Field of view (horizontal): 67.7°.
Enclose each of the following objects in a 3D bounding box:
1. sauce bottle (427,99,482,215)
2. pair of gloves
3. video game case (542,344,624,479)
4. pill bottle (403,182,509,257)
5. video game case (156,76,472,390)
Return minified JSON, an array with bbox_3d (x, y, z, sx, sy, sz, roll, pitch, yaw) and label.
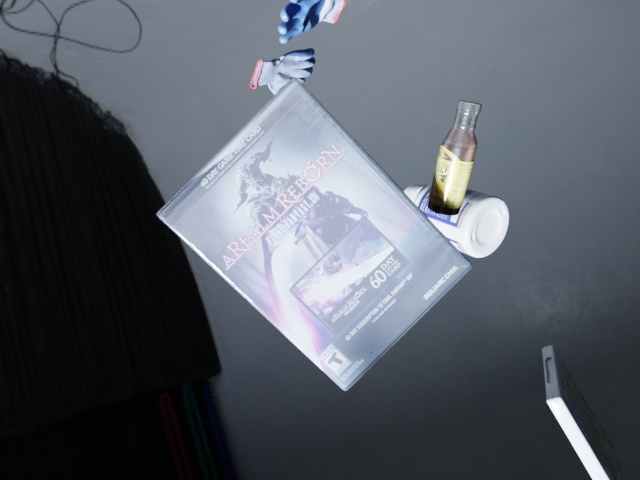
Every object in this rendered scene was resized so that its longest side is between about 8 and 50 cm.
[{"bbox_3d":[0.154,-0.093,0.543,0.042,0.128,0.042,6,-158,-3],"label":"sauce bottle"},{"bbox_3d":[-0.032,-0.294,0.717,0.159,0.023,0.198,-36,162,-51],"label":"pair of gloves"},{"bbox_3d":[0.416,0.295,0.751,0.023,0.212,0.193,-31,178,25],"label":"video game case"},{"bbox_3d":[0.236,-0.048,0.880,0.112,0.111,0.187,-13,-155,-30],"label":"pill bottle"},{"bbox_3d":[0.000,0.000,0.502,0.196,0.274,0.026,-45,-169,1],"label":"video game case"}]
